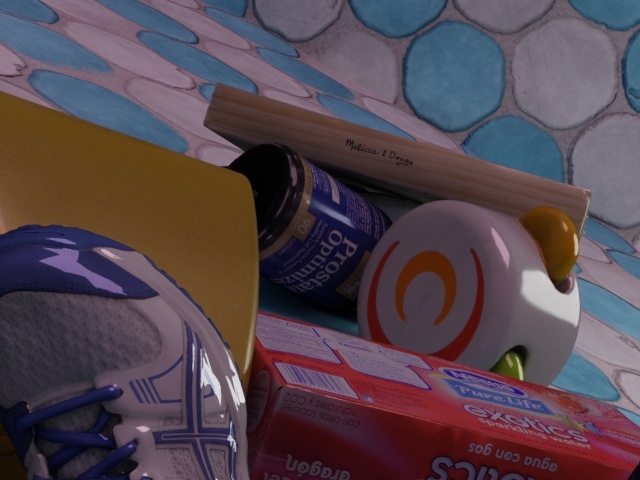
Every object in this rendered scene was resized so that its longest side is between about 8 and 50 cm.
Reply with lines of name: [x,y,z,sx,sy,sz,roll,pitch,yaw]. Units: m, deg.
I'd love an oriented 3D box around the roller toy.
roller toy: [0.146,0.062,1.350,0.146,0.209,0.191,14,-4,-44]

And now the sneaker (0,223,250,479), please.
sneaker: [-0.079,0.132,0.664,0.296,0.112,0.131,62,14,-19]

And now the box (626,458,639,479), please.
box: [0.227,0.260,0.588,0.343,0.312,0.179,14,20,-39]

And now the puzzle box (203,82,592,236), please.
puzzle box: [0.096,-0.073,1.553,0.409,0.052,0.272,17,-2,10]

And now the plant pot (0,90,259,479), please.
plant pot: [-0.155,0.066,0.833,0.212,0.212,0.187,18,28,-31]

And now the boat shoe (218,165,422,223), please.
boat shoe: [0.013,-0.025,1.564,0.335,0.121,0.119,17,22,-27]

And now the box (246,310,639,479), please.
box: [0.070,0.159,0.887,0.300,0.142,0.154,16,11,-20]

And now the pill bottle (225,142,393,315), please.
pill bottle: [0.000,0.000,1.420,0.219,0.123,0.123,32,9,-39]
